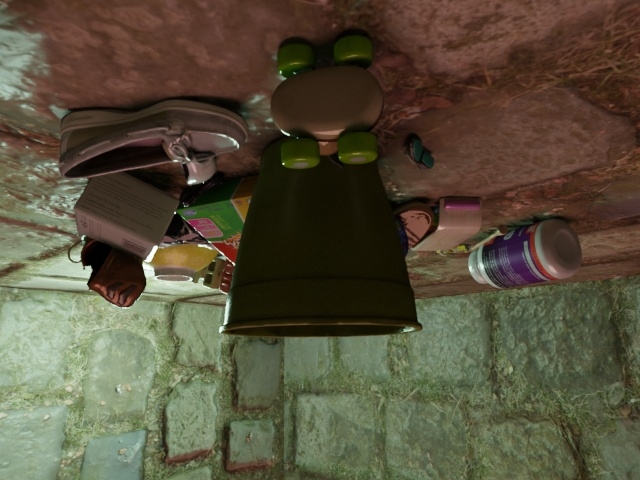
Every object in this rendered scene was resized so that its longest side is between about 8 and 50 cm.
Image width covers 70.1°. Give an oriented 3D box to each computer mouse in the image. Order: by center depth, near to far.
[{"bbox_3d":[-0.242,-0.130,0.923,0.106,0.042,0.193,-31,172,-17],"label":"computer mouse"}]

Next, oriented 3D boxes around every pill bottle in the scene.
[{"bbox_3d":[0.636,0.053,1.456,0.181,0.182,0.323,7,163,-27],"label":"pill bottle"}]

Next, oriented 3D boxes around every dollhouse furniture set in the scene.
[{"bbox_3d":[-0.361,0.125,1.829,0.373,0.152,0.201,10,175,40],"label":"dollhouse furniture set"}]

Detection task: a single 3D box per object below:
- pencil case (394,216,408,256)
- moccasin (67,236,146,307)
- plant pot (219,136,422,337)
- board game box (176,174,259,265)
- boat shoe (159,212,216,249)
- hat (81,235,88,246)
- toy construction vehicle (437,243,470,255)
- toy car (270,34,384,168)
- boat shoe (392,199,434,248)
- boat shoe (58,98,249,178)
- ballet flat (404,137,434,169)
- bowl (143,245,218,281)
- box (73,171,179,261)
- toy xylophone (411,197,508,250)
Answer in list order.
[{"bbox_3d":[0.093,0.048,1.210,0.306,0.133,0.119,-28,152,34],"label":"pencil case"},{"bbox_3d":[-0.545,0.034,1.163,0.147,0.380,0.139,35,102,-35],"label":"moccasin"},{"bbox_3d":[0.000,0.000,0.885,0.365,0.354,0.366,0,165,0],"label":"plant pot"},{"bbox_3d":[-0.165,-0.023,1.142,0.242,0.064,0.317,-7,143,26],"label":"board game box"},{"bbox_3d":[-0.350,-0.034,1.227,0.301,0.108,0.102,11,155,-32],"label":"boat shoe"},{"bbox_3d":[-0.693,0.089,1.443,0.172,0.184,0.208,24,144,-28],"label":"hat"},{"bbox_3d":[0.486,0.035,1.664,0.098,0.035,0.085,10,161,-36],"label":"toy construction vehicle"},{"bbox_3d":[0.020,-0.171,0.660,0.148,0.155,0.188,-3,175,10],"label":"toy car"},{"bbox_3d":[0.180,-0.023,1.294,0.121,0.110,0.341,33,134,-19],"label":"boat shoe"},{"bbox_3d":[-0.276,-0.159,0.758,0.320,0.103,0.118,-1,165,3],"label":"boat shoe"},{"bbox_3d":[0.185,-0.166,0.886,0.041,0.041,0.114,-10,162,30],"label":"ballet flat"},{"bbox_3d":[-0.449,0.042,1.410,0.289,0.156,0.289,0,166,0],"label":"bowl"},{"bbox_3d":[-0.432,-0.055,1.019,0.181,0.119,0.181,27,156,-18],"label":"box"},{"bbox_3d":[0.377,-0.032,1.314,0.236,0.081,0.323,3,165,-14],"label":"toy xylophone"}]
